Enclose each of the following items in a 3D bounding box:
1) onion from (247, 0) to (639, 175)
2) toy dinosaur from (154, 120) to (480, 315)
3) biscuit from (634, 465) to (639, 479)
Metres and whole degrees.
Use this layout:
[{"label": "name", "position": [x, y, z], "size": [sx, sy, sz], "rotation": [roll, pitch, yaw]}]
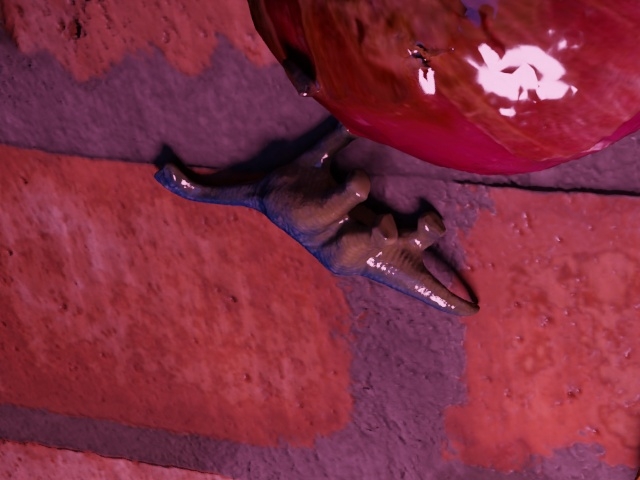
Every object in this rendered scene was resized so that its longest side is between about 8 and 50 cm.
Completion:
[{"label": "onion", "position": [0.138, -0.185, 0.783], "size": [0.385, 0.348, 0.348], "rotation": [17, 137, -35]}, {"label": "toy dinosaur", "position": [0.000, 0.000, 1.101], "size": [0.248, 0.075, 0.188], "rotation": [45, 137, -17]}, {"label": "biscuit", "position": [0.435, 0.296, 1.098], "size": [0.365, 0.062, 0.385], "rotation": [-5, 119, 28]}]
